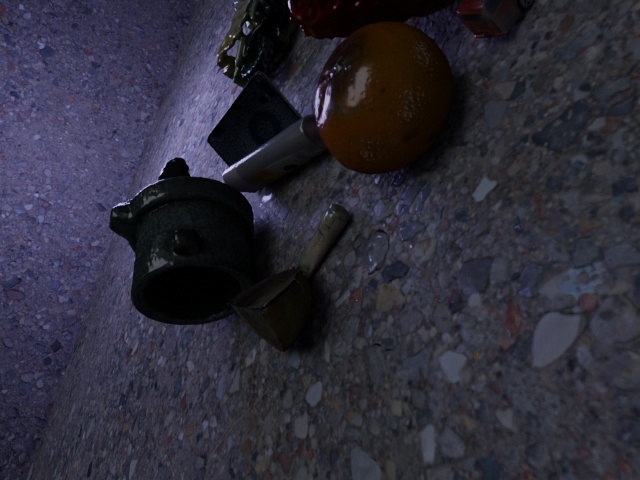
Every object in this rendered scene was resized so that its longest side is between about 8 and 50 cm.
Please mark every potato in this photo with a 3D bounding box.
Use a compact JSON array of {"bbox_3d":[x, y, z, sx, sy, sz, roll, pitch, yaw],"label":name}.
[{"bbox_3d":[-0.064,0.118,0.771,0.120,0.100,0.261,-34,7,-20],"label":"potato"}]

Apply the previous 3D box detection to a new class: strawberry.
[{"bbox_3d":[0.114,-0.399,0.666,0.336,0.149,0.265,-35,-2,2],"label":"strawberry"}]

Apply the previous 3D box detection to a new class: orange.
[{"bbox_3d":[0.080,-0.207,0.659,0.224,0.170,0.224,-34,44,39],"label":"orange"}]

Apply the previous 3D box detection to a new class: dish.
[{"bbox_3d":[-0.135,-0.254,1.064,0.243,0.182,0.080,-38,4,37],"label":"dish"}]

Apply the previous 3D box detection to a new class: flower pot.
[{"bbox_3d":[-0.287,-0.001,0.953,0.299,0.299,0.283,-42,44,34],"label":"flower pot"}]

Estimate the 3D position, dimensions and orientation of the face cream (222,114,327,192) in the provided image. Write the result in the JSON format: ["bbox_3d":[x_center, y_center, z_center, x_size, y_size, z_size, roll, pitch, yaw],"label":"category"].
[{"bbox_3d":[-0.093,-0.175,0.956,0.269,0.107,0.073,-20,73,42],"label":"face cream"}]

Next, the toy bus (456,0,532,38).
[{"bbox_3d":[0.254,-0.367,0.591,0.065,0.077,0.192,32,98,56],"label":"toy bus"}]

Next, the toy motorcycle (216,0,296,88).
[{"bbox_3d":[-0.174,-0.623,1.305,0.237,0.168,0.410,-12,60,54],"label":"toy motorcycle"}]

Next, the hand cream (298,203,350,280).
[{"bbox_3d":[0.000,0.000,0.777,0.143,0.039,0.061,-57,35,24],"label":"hand cream"}]
